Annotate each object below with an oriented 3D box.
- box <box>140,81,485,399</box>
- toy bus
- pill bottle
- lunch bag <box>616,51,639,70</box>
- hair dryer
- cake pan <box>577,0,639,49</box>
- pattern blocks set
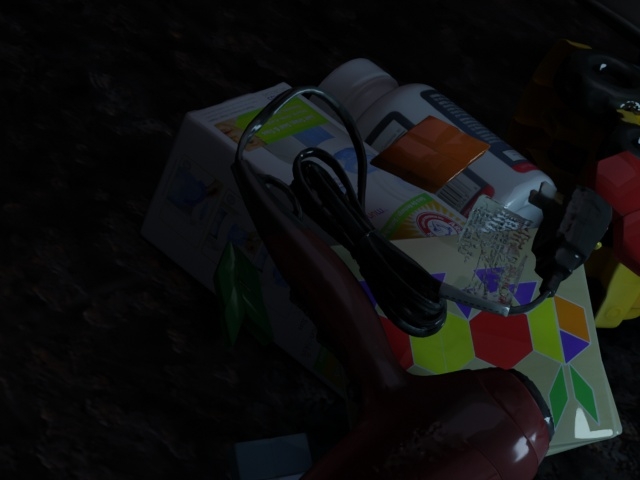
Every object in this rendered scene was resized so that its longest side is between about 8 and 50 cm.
[{"bbox_3d":[0.000,0.000,1.214,0.203,0.103,0.114,38,34,21],"label":"box"},{"bbox_3d":[0.266,-0.033,1.408,0.211,0.149,0.220,10,35,-22],"label":"toy bus"},{"bbox_3d":[0.075,-0.053,1.345,0.180,0.108,0.108,41,34,24],"label":"pill bottle"},{"bbox_3d":[0.301,-0.100,1.602,0.129,0.096,0.151,40,19,27],"label":"lunch bag"},{"bbox_3d":[0.028,0.070,1.039,0.223,0.080,0.294,18,65,4],"label":"hair dryer"},{"bbox_3d":[0.360,-0.164,1.662,0.293,0.054,0.293,34,9,-6],"label":"cake pan"},{"bbox_3d":[0.093,0.066,1.099,0.324,0.026,0.286,3,75,-17],"label":"pattern blocks set"}]
